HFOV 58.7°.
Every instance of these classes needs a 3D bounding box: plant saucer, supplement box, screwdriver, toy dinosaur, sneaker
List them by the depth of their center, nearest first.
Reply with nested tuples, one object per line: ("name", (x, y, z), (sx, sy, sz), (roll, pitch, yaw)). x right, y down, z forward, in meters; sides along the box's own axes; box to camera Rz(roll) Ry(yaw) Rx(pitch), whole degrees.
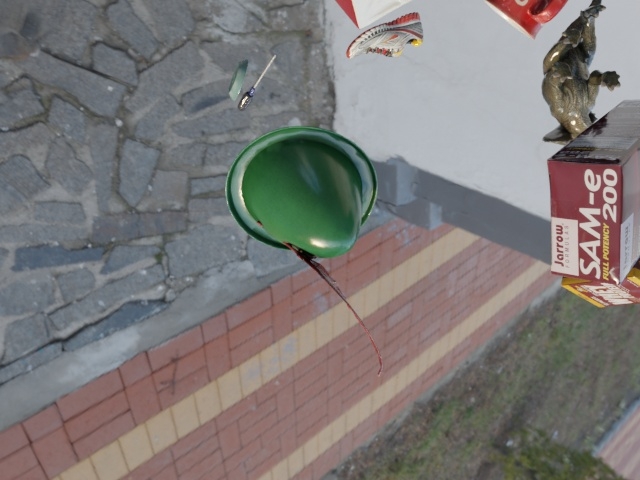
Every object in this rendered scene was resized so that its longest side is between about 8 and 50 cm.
("supplement box", (0.330, -0.064, 0.623), (0.239, 0.073, 0.130), (-32, 120, -39))
("toy dinosaur", (0.402, -0.273, 0.923), (0.160, 0.121, 0.313), (85, 2, -75))
("supplement box", (0.679, 0.032, 1.284), (0.129, 0.191, 0.194), (27, 70, -18))
("screwdriver", (-0.147, -0.358, 1.293), (0.025, 0.024, 0.170), (11, 139, -29))
("sneaker", (0.174, -0.524, 1.502), (0.225, 0.088, 0.092), (-22, 99, -7))
("plant saucer", (-0.227, -0.442, 1.556), (0.021, 0.119, 0.119), (17, 101, -20))

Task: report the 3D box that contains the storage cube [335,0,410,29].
("storage cube", (0.083, -0.515, 0.955), (0.184, 0.193, 0.215), (-27, 145, 0))

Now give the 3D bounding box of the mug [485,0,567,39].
("mug", (0.387, -0.434, 0.956), (0.113, 0.150, 0.169), (10, 126, -48))

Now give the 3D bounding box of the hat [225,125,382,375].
("hat", (0.000, 0.000, 0.613), (0.209, 0.183, 0.173), (18, 123, -20))
